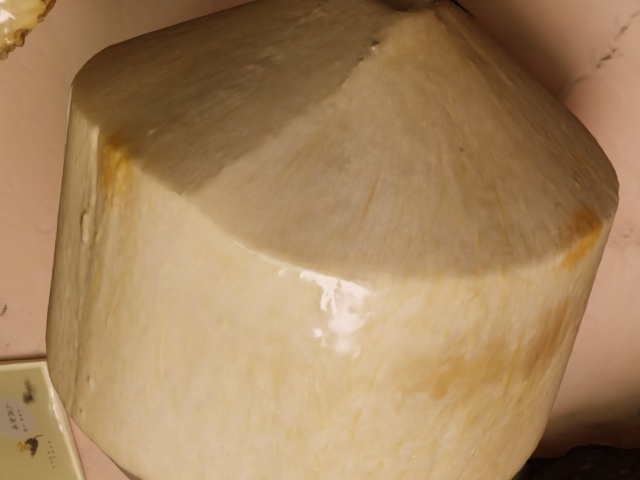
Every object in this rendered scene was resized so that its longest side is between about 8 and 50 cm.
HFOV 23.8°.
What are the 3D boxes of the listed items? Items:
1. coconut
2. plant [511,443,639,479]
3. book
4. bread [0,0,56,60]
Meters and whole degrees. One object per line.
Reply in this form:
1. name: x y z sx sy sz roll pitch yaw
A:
1. coconut: 0.000 0.000 0.817 0.323 0.323 0.323 6 114 14
2. plant: 0.168 0.228 0.897 0.276 0.188 0.199 -20 108 40
3. book: -0.215 0.137 1.087 0.077 0.014 0.111 -6 111 18
4. bread: -0.170 -0.196 0.807 0.121 0.245 0.174 29 119 -9
